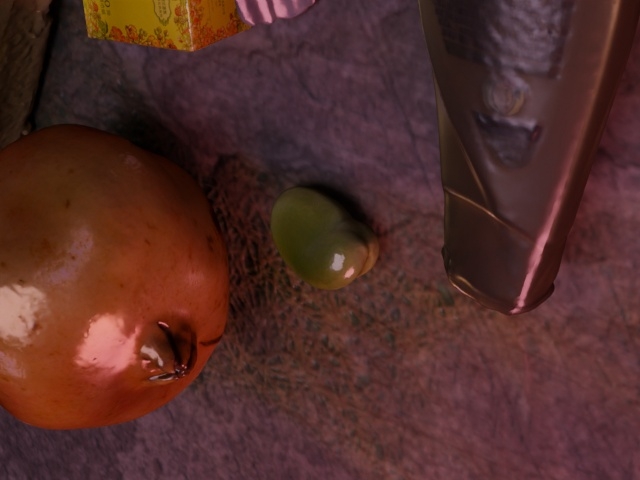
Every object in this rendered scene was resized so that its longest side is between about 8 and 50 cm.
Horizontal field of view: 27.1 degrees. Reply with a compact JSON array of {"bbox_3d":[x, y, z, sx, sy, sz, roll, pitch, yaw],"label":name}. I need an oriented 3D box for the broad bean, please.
[{"bbox_3d":[0.000,0.000,0.857,0.083,0.045,0.063,32,128,33],"label":"broad bean"}]

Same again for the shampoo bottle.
[{"bbox_3d":[0.104,-0.130,0.675,0.125,0.084,0.350,21,124,34],"label":"shampoo bottle"}]

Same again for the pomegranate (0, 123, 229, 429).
[{"bbox_3d":[-0.165,0.025,0.896,0.209,0.209,0.209,19,122,32],"label":"pomegranate"}]

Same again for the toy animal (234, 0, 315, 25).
[{"bbox_3d":[-0.064,-0.275,0.674,0.081,0.206,0.367,-7,109,11],"label":"toy animal"}]

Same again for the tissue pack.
[{"bbox_3d":[-0.105,-0.212,0.822,0.095,0.062,0.176,14,121,34],"label":"tissue pack"}]

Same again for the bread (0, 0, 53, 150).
[{"bbox_3d":[-0.320,-0.161,0.992,0.239,0.111,0.246,35,127,17],"label":"bread"}]
